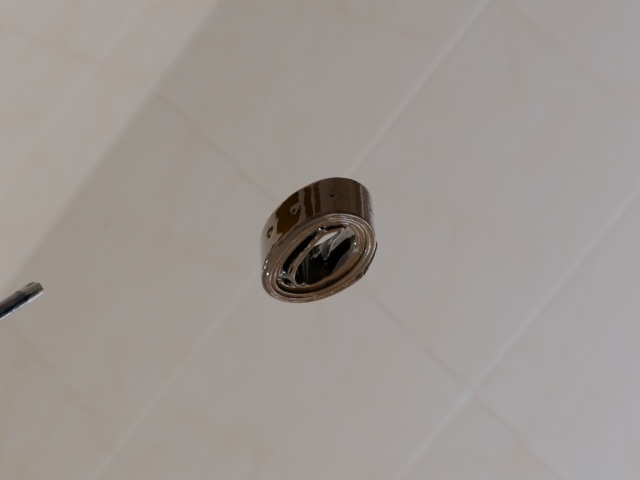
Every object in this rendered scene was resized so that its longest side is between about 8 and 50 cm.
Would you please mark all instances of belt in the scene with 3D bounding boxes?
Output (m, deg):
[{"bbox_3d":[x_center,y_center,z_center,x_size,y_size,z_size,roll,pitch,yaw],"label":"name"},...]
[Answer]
[{"bbox_3d":[0.000,0.000,1.038,0.059,0.083,0.036,20,-136,-26],"label":"belt"}]

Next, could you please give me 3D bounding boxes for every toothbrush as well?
[{"bbox_3d":[-0.364,0.100,1.777,0.024,0.026,0.288,5,-157,31],"label":"toothbrush"}]
